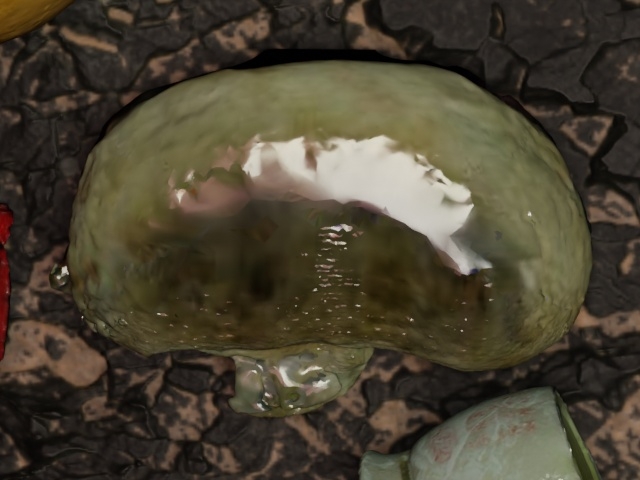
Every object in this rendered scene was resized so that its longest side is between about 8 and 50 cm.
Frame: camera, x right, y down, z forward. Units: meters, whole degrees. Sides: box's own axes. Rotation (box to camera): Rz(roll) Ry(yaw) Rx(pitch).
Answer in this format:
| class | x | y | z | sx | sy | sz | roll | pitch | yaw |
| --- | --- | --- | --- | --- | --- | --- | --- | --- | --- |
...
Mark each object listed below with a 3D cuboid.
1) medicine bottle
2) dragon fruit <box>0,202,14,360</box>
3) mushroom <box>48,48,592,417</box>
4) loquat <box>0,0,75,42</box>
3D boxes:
| class | x | y | z | sx | sy | sz | roll | pitch | yaw |
| --- | --- | --- | --- | --- | --- | --- | --- | --- | --- |
| medicine bottle | 0.109 | 0.179 | 1.198 | 0.143 | 0.147 | 0.147 | -23 | 97 | 10 |
| dragon fruit | -0.269 | 0.058 | 1.266 | 0.092 | 0.122 | 0.192 | 4 | 107 | 45 |
| mushroom | 0.001 | 0.000 | 1.188 | 0.344 | 0.130 | 0.248 | 11 | 96 | 4 |
| loquat | -0.221 | -0.242 | 1.102 | 0.263 | 0.263 | 0.263 | 1 | 100 | 5 |
